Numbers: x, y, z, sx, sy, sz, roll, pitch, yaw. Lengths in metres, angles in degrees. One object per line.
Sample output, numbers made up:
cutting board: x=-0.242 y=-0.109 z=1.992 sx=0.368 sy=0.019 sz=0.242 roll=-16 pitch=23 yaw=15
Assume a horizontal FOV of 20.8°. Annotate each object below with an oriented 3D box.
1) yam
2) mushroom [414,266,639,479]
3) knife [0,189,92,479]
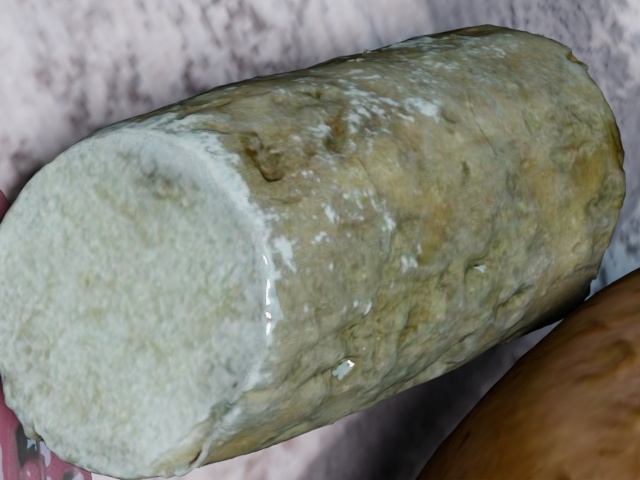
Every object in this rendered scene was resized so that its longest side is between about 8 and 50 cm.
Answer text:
yam: x=0.000 y=0.000 z=0.526 sx=0.194 sy=0.107 sz=0.107 roll=-19 pitch=104 yaw=-46
mushroom: x=0.167 y=0.192 z=0.561 sx=0.331 sy=0.356 sz=0.334 roll=-55 pitch=174 yaw=16
knife: x=-0.077 y=0.105 z=0.514 sx=0.035 sy=0.018 sz=0.247 roll=-10 pitch=97 yaw=-42
